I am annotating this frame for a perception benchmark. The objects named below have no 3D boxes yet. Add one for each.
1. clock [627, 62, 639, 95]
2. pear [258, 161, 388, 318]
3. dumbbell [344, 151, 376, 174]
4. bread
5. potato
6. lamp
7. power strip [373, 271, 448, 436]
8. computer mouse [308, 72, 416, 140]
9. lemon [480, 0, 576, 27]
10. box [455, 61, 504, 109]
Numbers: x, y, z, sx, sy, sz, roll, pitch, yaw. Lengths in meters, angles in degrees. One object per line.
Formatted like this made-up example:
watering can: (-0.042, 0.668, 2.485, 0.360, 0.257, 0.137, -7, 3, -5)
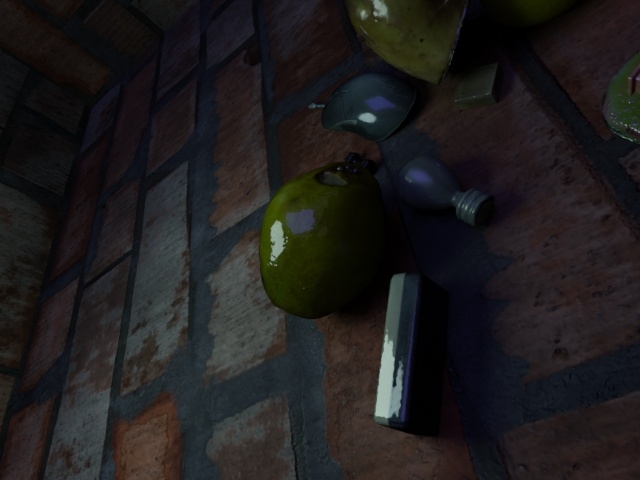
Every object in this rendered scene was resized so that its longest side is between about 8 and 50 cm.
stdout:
clock: (0.564, -0.213, 0.610, 0.220, 0.106, 0.255, -51, 53, 4)
pear: (0.000, 0.000, 0.928, 0.269, 0.269, 0.321, 43, 115, 47)
dumbbell: (0.091, -0.177, 1.104, 0.083, 0.040, 0.036, 38, 123, 48)
bread: (0.553, -0.234, 0.720, 0.228, 0.033, 0.228, -20, 54, 31)
potato: (0.174, -0.479, 0.972, 0.237, 0.289, 0.301, 16, 79, 7)
lamp: (0.226, -0.089, 0.888, 0.193, 0.106, 0.106, 37, 93, 38)
power strip: (0.151, 0.177, 0.780, 0.070, 0.105, 0.256, -8, 59, 39)
computer mouse: (0.075, -0.344, 1.187, 0.379, 0.090, 0.167, 17, 76, 48)
lemon: (0.409, -0.507, 0.909, 0.248, 0.184, 0.184, 8, 71, 49)
box: (0.323, -0.314, 0.978, 0.083, 0.035, 0.079, 2, 67, 44)
